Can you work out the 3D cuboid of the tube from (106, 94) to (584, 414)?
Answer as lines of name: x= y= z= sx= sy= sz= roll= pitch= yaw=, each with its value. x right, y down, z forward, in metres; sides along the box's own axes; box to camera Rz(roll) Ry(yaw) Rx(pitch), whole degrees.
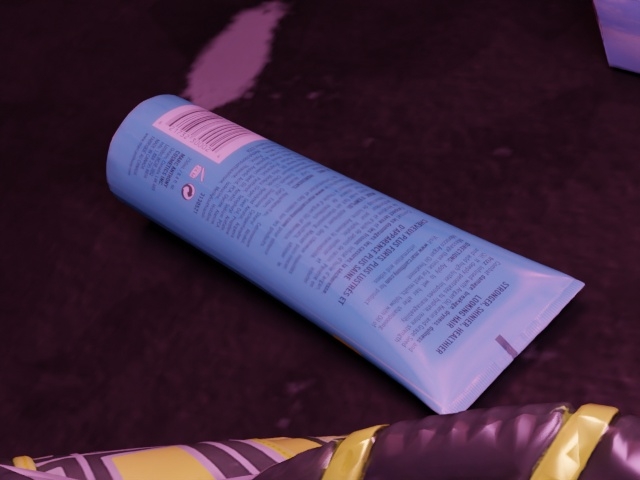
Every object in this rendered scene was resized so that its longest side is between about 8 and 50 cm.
tube: x=0.000 y=0.000 z=0.764 sx=0.207 sy=0.052 sz=0.080 roll=29 pitch=66 yaw=35

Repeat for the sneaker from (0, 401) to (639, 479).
sneaker: x=-0.048 y=0.132 z=0.580 sx=0.384 sy=0.147 sz=0.145 roll=-4 pitch=79 yaw=19

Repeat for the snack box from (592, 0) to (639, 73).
snack box: x=0.241 y=-0.141 z=0.792 sx=0.174 sy=0.070 sz=0.207 roll=21 pitch=57 yaw=39
